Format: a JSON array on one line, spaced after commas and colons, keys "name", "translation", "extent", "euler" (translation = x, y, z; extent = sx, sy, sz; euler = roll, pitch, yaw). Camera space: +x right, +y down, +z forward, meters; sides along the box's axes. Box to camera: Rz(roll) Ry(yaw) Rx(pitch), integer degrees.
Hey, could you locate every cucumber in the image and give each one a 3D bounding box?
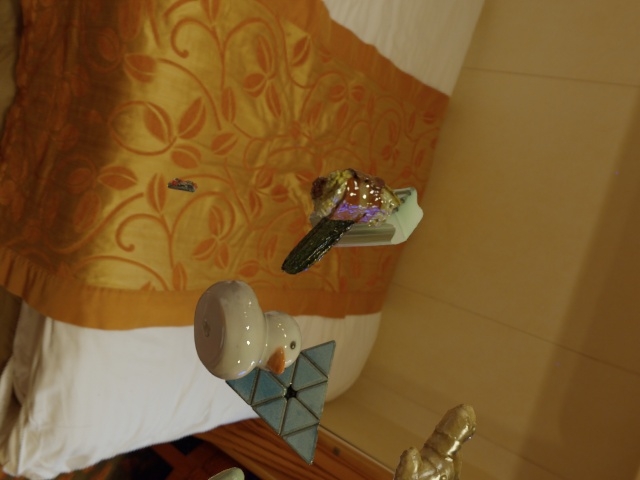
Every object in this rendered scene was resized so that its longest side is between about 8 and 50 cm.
[{"name": "cucumber", "translation": [0.000, 0.000, 1.318], "extent": [0.265, 0.077, 0.077], "euler": [-47, 150, 18]}]

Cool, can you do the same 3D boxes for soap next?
[{"name": "soap", "translation": [0.140, -0.072, 1.778], "extent": [0.208, 0.346, 0.115], "euler": [-46, 124, -46]}]

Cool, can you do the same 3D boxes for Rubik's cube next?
[{"name": "Rubik's cube", "translation": [-0.074, 0.417, 1.421], "extent": [0.228, 0.228, 0.233], "euler": [-33, 111, -46]}]

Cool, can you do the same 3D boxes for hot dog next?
[{"name": "hot dog", "translation": [0.078, -0.100, 1.179], "extent": [0.213, 0.146, 0.103], "euler": [11, 57, -32]}]

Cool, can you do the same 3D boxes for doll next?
[{"name": "doll", "translation": [-0.152, 0.194, 1.155], "extent": [0.221, 0.251, 0.221], "euler": [-20, 133, -23]}]

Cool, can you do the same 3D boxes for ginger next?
[{"name": "ginger", "translation": [0.193, 0.449, 1.006], "extent": [0.333, 0.081, 0.148], "euler": [-29, 124, -33]}]

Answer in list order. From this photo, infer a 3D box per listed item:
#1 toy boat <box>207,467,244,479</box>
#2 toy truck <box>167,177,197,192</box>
[{"name": "toy boat", "translation": [-0.190, 0.484, 0.725], "extent": [0.330, 0.215, 0.123], "euler": [-44, 149, -15]}, {"name": "toy truck", "translation": [-0.391, -0.156, 1.506], "extent": [0.024, 0.083, 0.032], "euler": [86, 19, -62]}]
